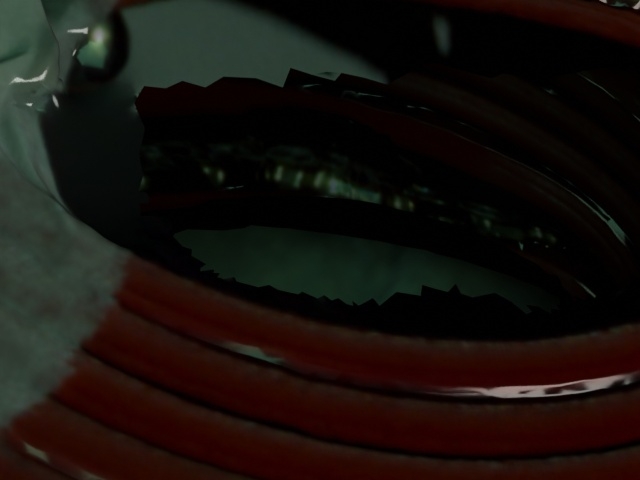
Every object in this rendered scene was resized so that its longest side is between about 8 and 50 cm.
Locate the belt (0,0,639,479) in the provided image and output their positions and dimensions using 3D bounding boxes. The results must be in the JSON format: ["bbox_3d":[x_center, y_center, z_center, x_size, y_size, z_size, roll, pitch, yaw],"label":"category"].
[{"bbox_3d":[0.000,0.000,0.426,0.323,0.115,0.227,-4,62,-25],"label":"belt"}]
